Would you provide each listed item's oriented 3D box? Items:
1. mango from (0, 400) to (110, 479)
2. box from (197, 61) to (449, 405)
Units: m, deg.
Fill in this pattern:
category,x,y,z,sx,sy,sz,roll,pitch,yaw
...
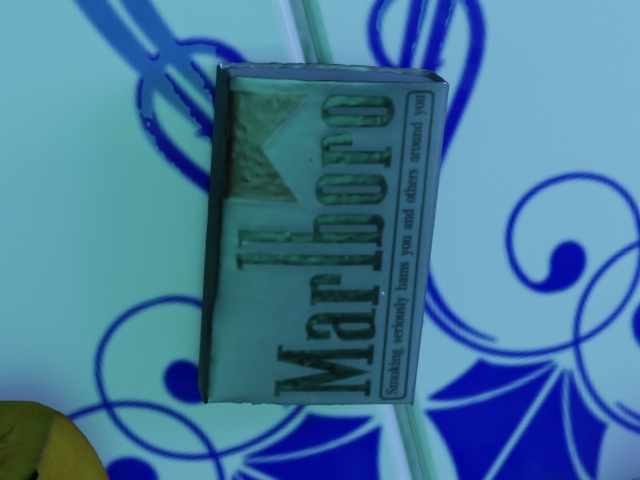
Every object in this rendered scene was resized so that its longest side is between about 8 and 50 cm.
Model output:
category,x,y,z,sx,sy,sz,roll,pitch,yaw
mango,-0.166,0.217,0.927,0.138,0.187,0.257,5,116,24
box,0.000,0.000,0.950,0.115,0.036,0.177,1,110,-11
